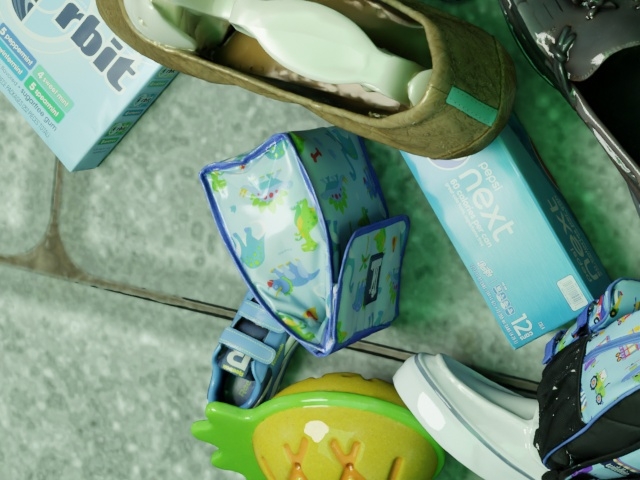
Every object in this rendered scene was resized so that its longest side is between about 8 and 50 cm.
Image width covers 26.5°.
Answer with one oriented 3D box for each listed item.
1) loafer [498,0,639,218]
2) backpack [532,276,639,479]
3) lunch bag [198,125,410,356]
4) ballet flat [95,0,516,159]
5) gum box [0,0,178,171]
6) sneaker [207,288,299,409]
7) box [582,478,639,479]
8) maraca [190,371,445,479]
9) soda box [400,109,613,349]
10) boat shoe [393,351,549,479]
[{"bbox_3d":[0.205,-0.101,0.854,0.109,0.095,0.302,-30,86,6],"label":"loafer"},{"bbox_3d":[0.226,0.086,0.814,0.158,0.173,0.117,11,59,-10],"label":"backpack"},{"bbox_3d":[0.000,0.000,0.947,0.096,0.129,0.151,-21,88,25],"label":"lunch bag"},{"bbox_3d":[-0.038,-0.143,0.877,0.342,0.124,0.116,28,99,26],"label":"ballet flat"},{"bbox_3d":[-0.178,-0.172,1.045,0.157,0.041,0.184,48,113,10],"label":"gum box"},{"bbox_3d":[-0.046,0.074,1.014,0.053,0.059,0.144,23,105,21],"label":"sneaker"},{"bbox_3d":[0.344,0.281,0.786,0.395,0.097,0.318,-5,117,16],"label":"box"},{"bbox_3d":[-0.002,0.148,0.978,0.186,0.099,0.127,-3,135,20],"label":"maraca"},{"bbox_3d":[0.115,-0.037,0.923,0.067,0.071,0.210,-31,85,24],"label":"soda box"},{"bbox_3d":[0.173,0.142,0.923,0.258,0.095,0.084,34,105,4],"label":"boat shoe"}]
